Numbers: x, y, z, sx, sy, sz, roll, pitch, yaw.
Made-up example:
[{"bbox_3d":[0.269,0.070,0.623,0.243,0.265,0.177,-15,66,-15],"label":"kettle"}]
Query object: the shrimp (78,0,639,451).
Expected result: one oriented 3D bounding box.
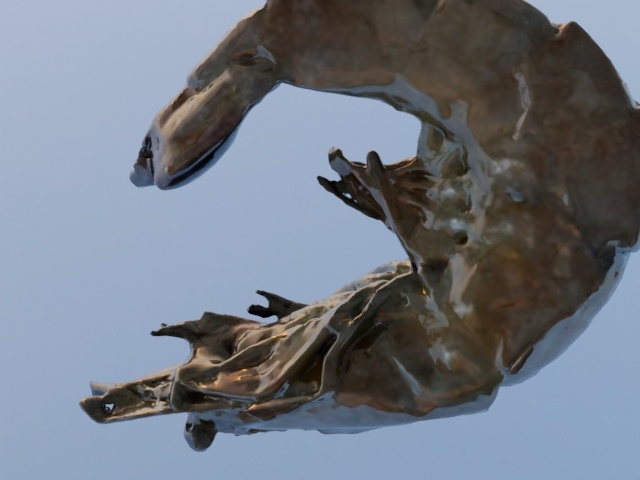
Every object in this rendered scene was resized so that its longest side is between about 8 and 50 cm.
[{"bbox_3d":[0.000,0.000,0.681,0.247,0.360,0.085,57,-156,-7],"label":"shrimp"}]
